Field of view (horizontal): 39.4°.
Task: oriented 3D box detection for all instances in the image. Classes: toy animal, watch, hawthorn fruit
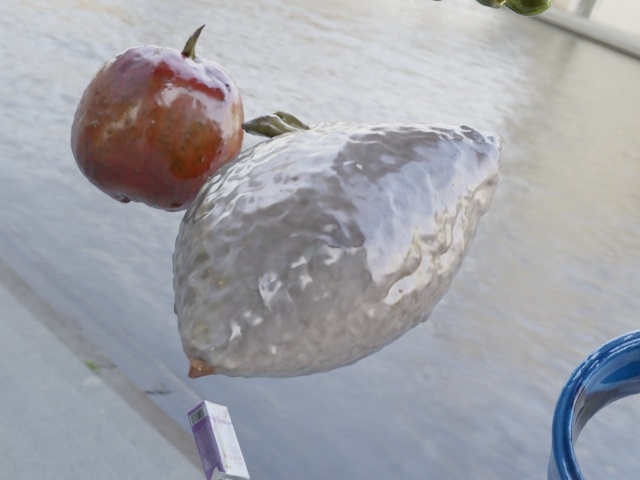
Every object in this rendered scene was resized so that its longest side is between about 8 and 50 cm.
[{"bbox_3d":[-0.005,0.003,0.760,0.226,0.188,0.358,10,30,37],"label":"toy animal"},{"bbox_3d":[0.372,0.198,0.829,0.305,0.241,0.274,-36,55,-15],"label":"watch"},{"bbox_3d":[-0.162,-0.132,0.931,0.179,0.201,0.179,16,18,-6],"label":"hawthorn fruit"}]

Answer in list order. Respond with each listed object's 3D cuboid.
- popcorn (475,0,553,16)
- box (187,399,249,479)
[{"bbox_3d":[0.150,-0.335,0.825,0.241,0.235,0.250,8,-6,0],"label":"popcorn"},{"bbox_3d":[-0.137,0.274,1.194,0.050,0.036,0.117,27,29,-48],"label":"box"}]
